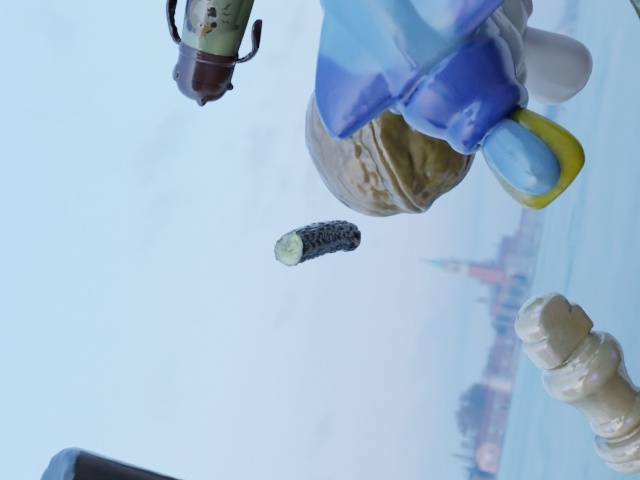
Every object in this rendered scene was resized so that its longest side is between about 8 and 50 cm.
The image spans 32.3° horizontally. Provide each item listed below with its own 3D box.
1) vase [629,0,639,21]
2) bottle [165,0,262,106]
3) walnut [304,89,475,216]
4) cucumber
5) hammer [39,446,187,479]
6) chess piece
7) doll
[{"bbox_3d":[0.334,-0.110,0.938,0.173,0.173,0.321,-47,-62,-71],"label":"vase"},{"bbox_3d":[-0.068,-0.137,0.714,0.047,0.063,0.101,-5,-62,-45],"label":"bottle"},{"bbox_3d":[0.092,-0.139,1.417,0.228,0.228,0.227,10,-90,-79],"label":"walnut"},{"bbox_3d":[0.001,0.000,1.674,0.187,0.058,0.058,-14,-65,-59],"label":"cucumber"},{"bbox_3d":[0.077,0.178,0.513,0.044,0.440,0.168,-45,34,38],"label":"hammer"},{"bbox_3d":[0.358,0.216,1.258,0.117,0.397,0.117,-40,11,9],"label":"chess piece"},{"bbox_3d":[0.108,-0.198,0.991,0.365,0.376,0.187,-83,11,-59],"label":"doll"}]
